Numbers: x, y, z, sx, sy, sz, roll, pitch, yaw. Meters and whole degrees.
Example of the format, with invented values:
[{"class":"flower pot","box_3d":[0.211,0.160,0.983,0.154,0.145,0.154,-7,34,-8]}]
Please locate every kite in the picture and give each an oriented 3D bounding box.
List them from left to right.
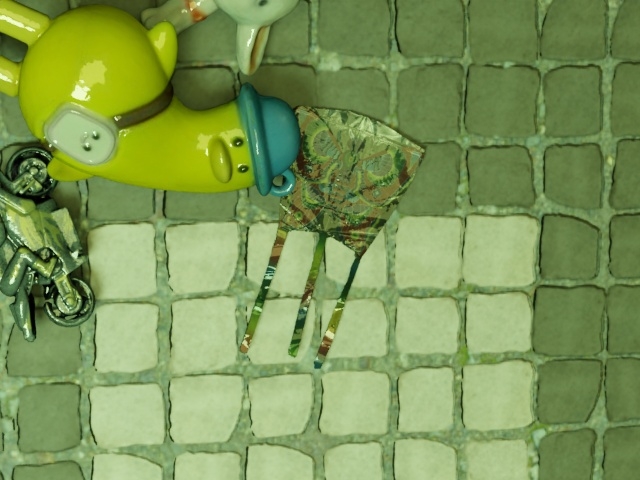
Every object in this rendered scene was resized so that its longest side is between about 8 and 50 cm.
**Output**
[{"class":"kite","box_3d":[0.000,0.000,1.262,0.152,0.015,0.285,19,90,-9]}]

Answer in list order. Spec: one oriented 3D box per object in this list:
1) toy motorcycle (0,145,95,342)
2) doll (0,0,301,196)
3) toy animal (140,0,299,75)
[{"class":"toy motorcycle","box_3d":[-0.306,0.007,1.181,0.124,0.061,0.193,-16,93,-15]},{"class":"doll","box_3d":[-0.184,-0.127,1.159,0.363,0.145,0.199,25,115,-20]},{"class":"toy animal","box_3d":[-0.048,-0.278,1.154,0.140,0.138,0.282,44,86,-3]}]
